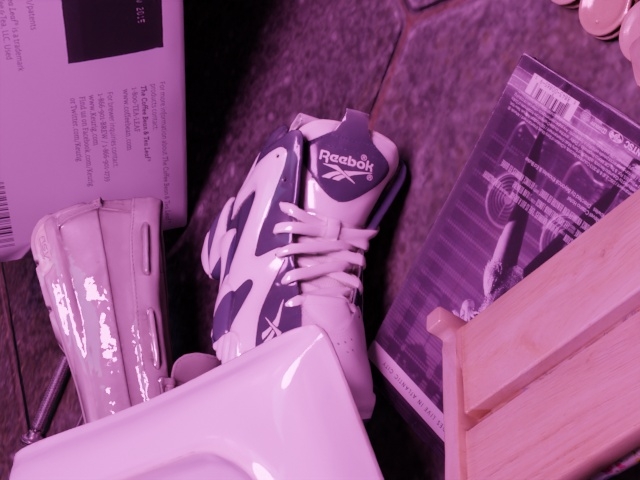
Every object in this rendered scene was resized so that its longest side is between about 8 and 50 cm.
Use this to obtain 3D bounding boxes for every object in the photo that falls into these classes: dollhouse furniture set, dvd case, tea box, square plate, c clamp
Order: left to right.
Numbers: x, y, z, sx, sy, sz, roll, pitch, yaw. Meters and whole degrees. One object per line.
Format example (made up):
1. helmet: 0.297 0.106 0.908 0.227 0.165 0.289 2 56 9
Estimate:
1. tea box: -0.243 -0.212 0.983 0.329 0.220 0.324 96 159 -47
2. c clamp: -0.226 0.142 1.129 0.137 0.022 0.161 31 104 46
3. square plate: -0.061 0.258 0.758 0.347 0.049 0.344 -27 81 44
4. dvd case: 0.114 0.027 0.718 0.164 0.018 0.221 45 115 47
5. dollhouse furniture set: 0.143 0.124 0.610 0.303 0.173 0.356 -42 29 37

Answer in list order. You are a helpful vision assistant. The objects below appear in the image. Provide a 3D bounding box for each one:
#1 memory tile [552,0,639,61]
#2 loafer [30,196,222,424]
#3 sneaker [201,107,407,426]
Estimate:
1. memory tile: 0.185 -0.149 0.682 0.113 0.012 0.148 -61 41 21
2. loafer: -0.116 0.115 0.918 0.112 0.111 0.319 104 148 -74
3. sneaker: 0.000 0.000 0.796 0.235 0.094 0.153 -108 40 -62
